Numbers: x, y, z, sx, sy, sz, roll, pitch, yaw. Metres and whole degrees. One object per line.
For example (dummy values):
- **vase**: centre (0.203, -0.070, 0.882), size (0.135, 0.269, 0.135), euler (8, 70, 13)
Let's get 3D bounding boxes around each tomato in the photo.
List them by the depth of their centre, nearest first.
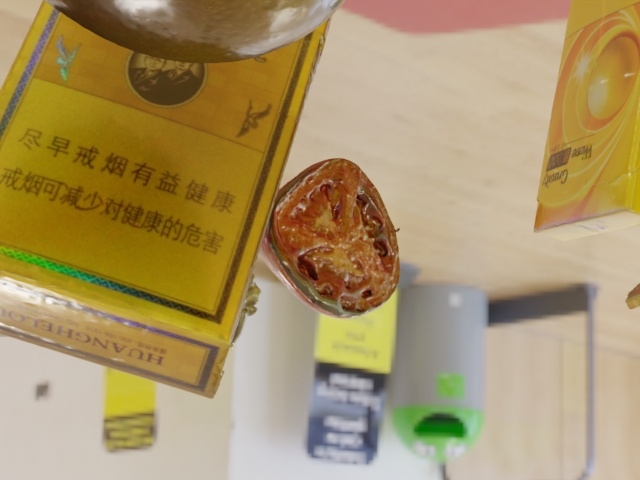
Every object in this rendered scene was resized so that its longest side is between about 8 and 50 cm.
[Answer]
- **tomato**: centre (-0.001, 0.008, 1.474), size (0.082, 0.174, 0.166), euler (-10, -156, 48)

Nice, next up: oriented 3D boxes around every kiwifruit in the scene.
- **kiwifruit**: centre (-0.079, -0.193, 0.719), size (0.196, 0.196, 0.234), euler (16, -173, -44)

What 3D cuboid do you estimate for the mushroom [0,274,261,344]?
- **mushroom**: centre (-0.227, 0.027, 1.004), size (0.397, 0.126, 0.177), euler (-4, 130, -23)

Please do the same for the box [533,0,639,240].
- **box**: centre (0.242, -0.139, 1.117), size (0.043, 0.269, 0.152), euler (15, 169, -16)

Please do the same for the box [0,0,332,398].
- **box**: centre (-0.118, -0.065, 0.920), size (0.193, 0.301, 0.084), euler (18, 146, -4)

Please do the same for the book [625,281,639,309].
- **book**: centre (0.399, -0.009, 1.204), size (0.242, 0.018, 0.170), euler (-27, -179, 36)
